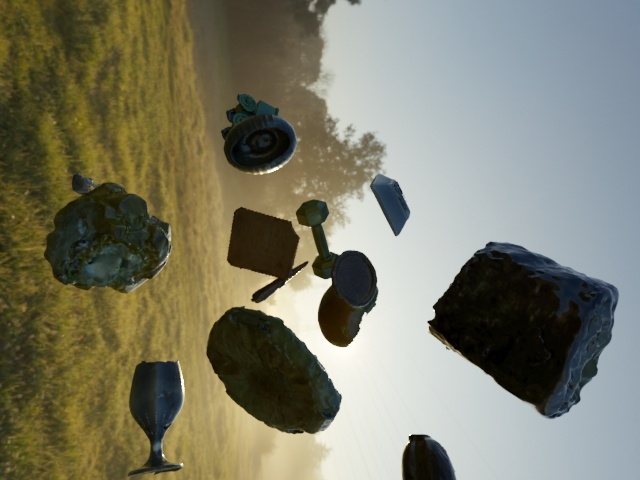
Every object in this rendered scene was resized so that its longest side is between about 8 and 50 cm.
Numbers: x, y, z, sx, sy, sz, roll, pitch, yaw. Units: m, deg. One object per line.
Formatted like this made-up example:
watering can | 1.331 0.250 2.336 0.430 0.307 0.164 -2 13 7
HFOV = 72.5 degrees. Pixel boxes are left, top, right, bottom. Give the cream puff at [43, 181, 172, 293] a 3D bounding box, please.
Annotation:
cream puff | -0.583 -0.006 1.234 0.270 0.323 0.274 37 25 -60

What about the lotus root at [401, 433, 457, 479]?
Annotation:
lotus root | 0.252 0.570 1.001 0.241 0.124 0.123 -87 155 -53

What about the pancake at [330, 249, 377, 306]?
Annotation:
pancake | 0.116 0.128 1.485 0.021 0.199 0.199 -22 -110 57

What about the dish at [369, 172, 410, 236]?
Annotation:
dish | 0.301 -0.159 1.781 0.243 0.080 0.182 60 27 -14

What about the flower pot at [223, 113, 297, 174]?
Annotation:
flower pot | -0.199 -0.318 1.450 0.157 0.243 0.189 -98 173 -72

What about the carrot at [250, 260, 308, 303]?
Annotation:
carrot | -0.145 0.149 1.586 0.049 0.254 0.049 50 -14 18

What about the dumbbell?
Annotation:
dumbbell | 0.000 0.000 1.600 0.108 0.121 0.302 -116 -171 -62

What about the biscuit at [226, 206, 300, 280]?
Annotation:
biscuit | -0.191 0.015 1.454 0.013 0.232 0.237 -74 180 -59

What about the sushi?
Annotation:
sushi | 0.432 0.168 0.924 0.294 0.299 0.281 31 -5 44

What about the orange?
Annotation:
orange | 0.109 0.289 1.902 0.334 0.196 0.262 -54 -149 -10

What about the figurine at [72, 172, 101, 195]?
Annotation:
figurine | -0.880 -0.211 1.626 0.094 0.082 0.086 50 18 0

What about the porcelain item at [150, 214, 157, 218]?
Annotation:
porcelain item | -0.714 -0.033 1.746 0.147 0.114 0.147 -10 -102 54

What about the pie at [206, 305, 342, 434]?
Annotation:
pie | -0.102 0.248 0.835 0.071 0.306 0.306 -39 136 -51

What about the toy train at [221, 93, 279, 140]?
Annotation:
toy train | -0.298 -0.485 1.840 0.145 0.202 0.266 -32 -138 49

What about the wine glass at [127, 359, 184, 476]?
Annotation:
wine glass | -0.378 0.404 1.006 0.126 0.126 0.241 98 -17 -61
